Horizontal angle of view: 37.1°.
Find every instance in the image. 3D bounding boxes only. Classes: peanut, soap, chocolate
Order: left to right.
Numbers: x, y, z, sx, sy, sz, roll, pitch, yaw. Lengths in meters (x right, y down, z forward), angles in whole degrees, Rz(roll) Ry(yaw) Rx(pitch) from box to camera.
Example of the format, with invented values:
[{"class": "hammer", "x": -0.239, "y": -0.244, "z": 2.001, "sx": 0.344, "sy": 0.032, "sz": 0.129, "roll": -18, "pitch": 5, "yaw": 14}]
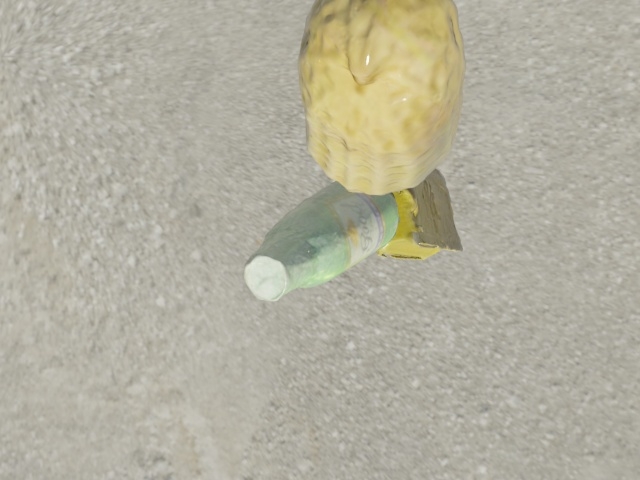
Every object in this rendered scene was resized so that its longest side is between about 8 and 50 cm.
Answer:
[{"class": "chocolate", "x": 0.000, "y": 0.000, "z": 1.113, "sx": 0.110, "sy": 0.291, "sz": 0.110, "roll": 7, "pitch": 108, "yaw": 22}, {"class": "peanut", "x": 0.035, "y": -0.079, "z": 0.491, "sx": 0.093, "sy": 0.194, "sz": 0.083, "roll": -40, "pitch": 78, "yaw": -10}, {"class": "soap", "x": 0.137, "y": -0.044, "z": 1.415, "sx": 0.076, "sy": 0.233, "sz": 0.135, "roll": -16, "pitch": 81, "yaw": 21}]
